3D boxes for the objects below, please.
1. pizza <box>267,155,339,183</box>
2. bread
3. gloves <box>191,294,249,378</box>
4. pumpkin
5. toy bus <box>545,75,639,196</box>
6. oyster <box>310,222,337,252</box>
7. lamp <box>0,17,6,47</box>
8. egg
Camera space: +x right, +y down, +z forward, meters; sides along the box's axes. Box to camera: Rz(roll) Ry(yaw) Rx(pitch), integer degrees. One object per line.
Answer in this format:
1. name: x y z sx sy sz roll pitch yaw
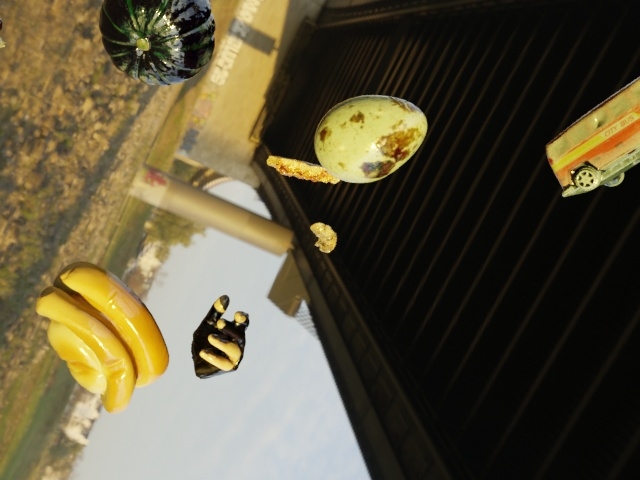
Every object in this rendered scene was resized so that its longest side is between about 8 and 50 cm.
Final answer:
1. pizza: -0.055 -0.226 2.138 0.127 0.246 0.058 -77 179 -83
2. bread: -0.621 0.265 1.869 0.245 0.424 0.329 -39 -149 -28
3. gloves: -0.282 0.272 1.889 0.301 0.152 0.197 121 -42 -58
4. pumpkin: -0.503 -0.664 2.075 0.363 0.363 0.266 -56 -168 34
5. toy bus: 0.496 -0.178 1.068 0.265 0.121 0.120 -40 -110 43
6. oyster: 0.000 0.000 1.483 0.081 0.083 0.038 -28 -137 44
7. lamp: -0.613 -0.344 1.094 0.223 0.151 0.215 -8 -124 47
8. egg: 0.098 -0.203 1.304 0.231 0.169 0.169 -16 -139 24
